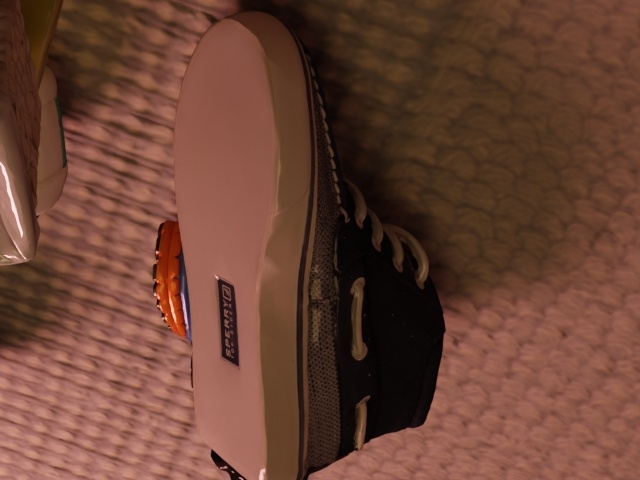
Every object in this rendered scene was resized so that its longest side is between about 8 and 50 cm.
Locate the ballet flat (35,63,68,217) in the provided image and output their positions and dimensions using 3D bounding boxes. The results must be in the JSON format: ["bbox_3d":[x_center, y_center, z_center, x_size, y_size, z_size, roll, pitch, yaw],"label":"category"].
[{"bbox_3d":[-0.356,-0.117,1.212,0.400,0.139,0.139,14,140,-3],"label":"ballet flat"}]

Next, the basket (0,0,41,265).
[{"bbox_3d":[-0.224,-0.059,0.910,0.167,0.103,0.113,-1,142,1],"label":"basket"}]

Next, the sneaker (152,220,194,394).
[{"bbox_3d":[-0.052,0.074,1.343,0.087,0.083,0.221,-5,138,16],"label":"sneaker"}]

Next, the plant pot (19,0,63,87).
[{"bbox_3d":[-0.234,-0.181,1.012,0.207,0.227,0.228,15,140,-9],"label":"plant pot"}]

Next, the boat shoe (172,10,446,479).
[{"bbox_3d":[0.000,0.000,1.228,0.127,0.158,0.341,34,132,45],"label":"boat shoe"}]
